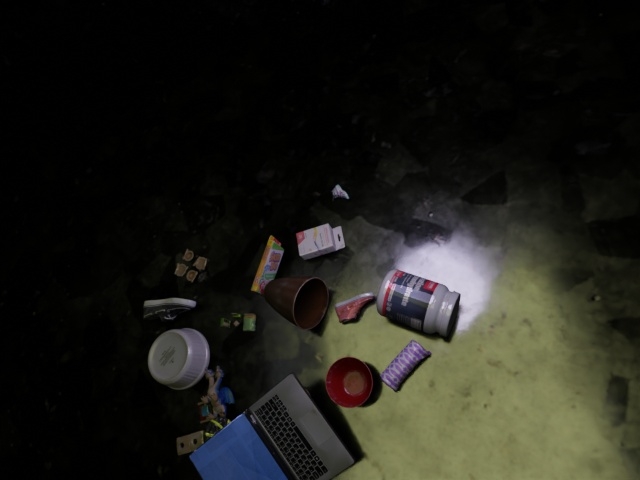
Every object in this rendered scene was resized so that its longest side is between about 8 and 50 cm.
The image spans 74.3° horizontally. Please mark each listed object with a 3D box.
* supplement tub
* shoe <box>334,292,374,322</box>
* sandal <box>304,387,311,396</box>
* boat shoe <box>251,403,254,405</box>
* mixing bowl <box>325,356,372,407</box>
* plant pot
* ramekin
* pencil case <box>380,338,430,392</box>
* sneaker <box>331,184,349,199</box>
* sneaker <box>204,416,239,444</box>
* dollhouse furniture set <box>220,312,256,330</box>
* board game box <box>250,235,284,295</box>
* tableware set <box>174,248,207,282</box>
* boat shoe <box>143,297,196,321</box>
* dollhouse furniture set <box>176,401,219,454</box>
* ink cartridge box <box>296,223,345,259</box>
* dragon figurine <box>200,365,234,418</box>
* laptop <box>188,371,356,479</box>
[{"bbox_3d":[0.365,0.233,1.584,0.272,0.191,0.191,17,77,25],"label":"supplement tub"},{"bbox_3d":[0.146,0.277,1.725,0.177,0.063,0.081,-23,65,17],"label":"shoe"},{"bbox_3d":[-0.066,0.658,1.660,0.072,0.049,0.180,-25,63,10],"label":"sandal"},{"bbox_3d":[-0.178,0.692,1.664,0.227,0.081,0.069,-1,88,22],"label":"boat shoe"},{"bbox_3d":[0.120,0.540,1.608,0.181,0.098,0.182,-7,68,18],"label":"mixing bowl"},{"bbox_3d":[-0.121,0.239,1.775,0.230,0.215,0.216,10,73,40],"label":"plant pot"},{"bbox_3d":[-0.641,0.522,1.885,0.272,0.127,0.273,-7,68,18],"label":"ramekin"},{"bbox_3d":[0.314,0.468,1.575,0.088,0.086,0.206,42,90,-6],"label":"pencil case"},{"bbox_3d":[0.085,-0.206,1.950,0.069,0.038,0.098,-42,52,3],"label":"sneaker"},{"bbox_3d":[-0.333,0.863,1.601,0.145,0.147,0.385,-13,70,-22],"label":"sneaker"},{"bbox_3d":[-0.365,0.362,1.882,0.151,0.058,0.076,-5,69,19],"label":"dollhouse furniture set"},{"bbox_3d":[-0.230,0.116,1.890,0.039,0.124,0.260,9,74,22],"label":"board game box"},{"bbox_3d":[-0.647,0.128,2.101,0.168,0.020,0.141,22,79,27],"label":"tableware set"},{"bbox_3d":[-0.720,0.333,2.001,0.300,0.108,0.102,-7,68,21],"label":"boat shoe"},{"bbox_3d":[-0.506,0.763,1.738,0.128,0.129,0.184,-21,65,12],"label":"dollhouse furniture set"},{"bbox_3d":[0.000,0.000,1.881,0.198,0.067,0.116,-18,64,13],"label":"ink cartridge box"},{"bbox_3d":[-0.417,0.669,1.763,0.085,0.144,0.290,-20,96,12],"label":"dragon figurine"},{"bbox_3d":[-0.168,0.767,1.489,0.408,0.236,0.382,-43,78,18],"label":"laptop"}]
